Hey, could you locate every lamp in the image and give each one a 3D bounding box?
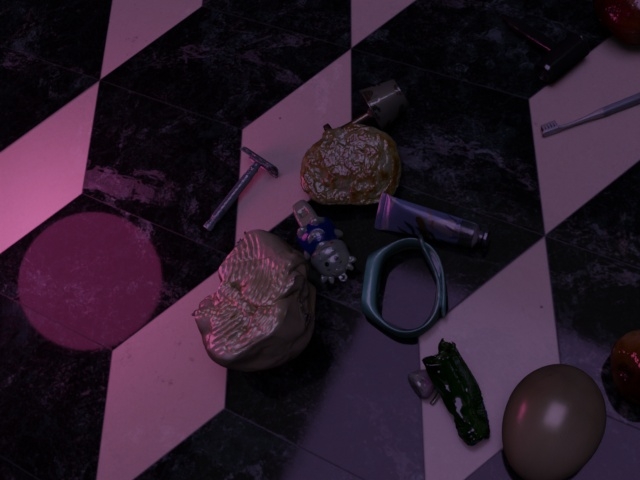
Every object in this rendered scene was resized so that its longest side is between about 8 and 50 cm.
[{"bbox_3d":[0.112,-0.316,1.869,0.215,0.121,0.121,-30,63,10],"label":"lamp"}]

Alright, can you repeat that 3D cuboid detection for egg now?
[{"bbox_3d":[0.452,0.358,1.453,0.186,0.186,0.241,30,81,23],"label":"egg"}]

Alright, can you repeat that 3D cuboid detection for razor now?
[{"bbox_3d":[-0.219,-0.121,1.898,0.106,0.068,0.232,36,85,25],"label":"razor"}]

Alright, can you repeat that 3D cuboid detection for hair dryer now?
[{"bbox_3d":[0.540,-0.501,1.889,0.128,0.070,0.255,-42,57,-6],"label":"hair dryer"}]

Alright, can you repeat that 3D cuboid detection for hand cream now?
[{"bbox_3d":[0.259,-0.036,1.743,0.272,0.058,0.091,16,109,19],"label":"hand cream"}]

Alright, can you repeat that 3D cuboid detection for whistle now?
[{"bbox_3d":[0.000,0.000,1.767,0.110,0.092,0.244,-34,64,9],"label":"whistle"}]

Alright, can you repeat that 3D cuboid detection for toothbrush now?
[{"bbox_3d":[0.694,-0.318,1.785,0.342,0.025,0.030,-19,62,5],"label":"toothbrush"}]

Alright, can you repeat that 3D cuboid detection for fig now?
[{"bbox_3d":[0.706,0.233,1.491,0.257,0.159,0.159,-21,62,-18],"label":"fig"}]

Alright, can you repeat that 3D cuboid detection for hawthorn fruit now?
[{"bbox_3d":[0.740,-0.582,1.809,0.235,0.181,0.181,28,76,23],"label":"hawthorn fruit"}]

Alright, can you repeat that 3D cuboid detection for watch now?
[{"bbox_3d":[0.191,0.100,1.693,0.195,0.068,0.237,3,68,13],"label":"watch"}]

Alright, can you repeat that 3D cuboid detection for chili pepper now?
[{"bbox_3d":[0.287,0.316,1.557,0.098,0.061,0.224,-19,77,-27],"label":"chili pepper"}]

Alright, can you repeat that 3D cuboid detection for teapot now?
[{"bbox_3d":[0.233,0.308,1.602,0.064,0.064,0.083,-34,96,-11],"label":"teapot"}]

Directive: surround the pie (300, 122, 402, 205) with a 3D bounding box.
[{"bbox_3d":[0.076,-0.183,1.819,0.248,0.090,0.200,1,87,7],"label":"pie"}]

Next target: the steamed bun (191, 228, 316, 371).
[{"bbox_3d":[-0.126,0.153,1.672,0.275,0.206,0.320,20,72,36],"label":"steamed bun"}]
